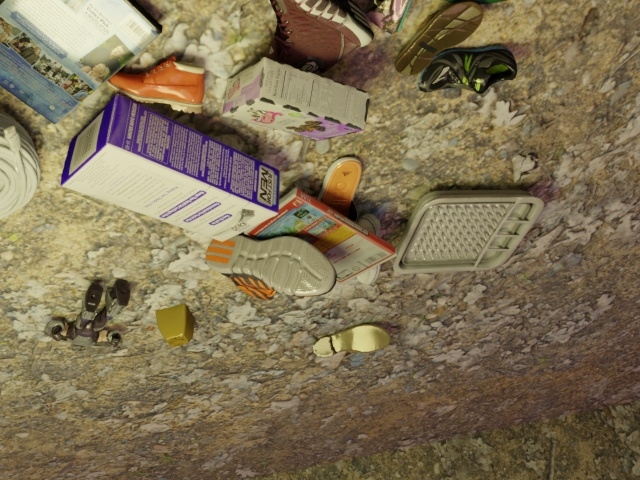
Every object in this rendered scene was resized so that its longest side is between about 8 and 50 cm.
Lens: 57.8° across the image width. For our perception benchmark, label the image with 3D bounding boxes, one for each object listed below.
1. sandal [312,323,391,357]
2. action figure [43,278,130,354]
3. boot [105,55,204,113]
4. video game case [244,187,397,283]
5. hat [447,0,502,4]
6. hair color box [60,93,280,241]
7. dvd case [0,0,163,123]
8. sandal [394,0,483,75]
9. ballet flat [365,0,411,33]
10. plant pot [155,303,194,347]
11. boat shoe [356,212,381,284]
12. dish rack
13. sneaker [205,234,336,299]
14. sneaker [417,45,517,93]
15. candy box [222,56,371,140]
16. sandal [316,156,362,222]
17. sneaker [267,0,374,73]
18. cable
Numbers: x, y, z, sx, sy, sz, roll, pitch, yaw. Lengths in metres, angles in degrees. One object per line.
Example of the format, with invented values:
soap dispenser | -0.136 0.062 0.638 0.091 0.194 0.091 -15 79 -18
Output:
sandal | 0.097 0.309 1.797 0.240 0.088 0.079 -12 174 6
action figure | -0.557 0.203 1.395 0.186 0.099 0.285 8 140 -35
boot | -0.267 -0.266 0.951 0.158 0.059 0.084 7 118 -18
video game case | 0.000 0.000 1.296 0.285 0.025 0.204 29 142 -26
hat | 0.269 -0.487 0.883 0.209 0.183 0.173 -1 178 26
hair color box | -0.260 -0.115 1.055 0.339 0.110 0.185 24 147 -38
dvd case | -0.391 -0.303 0.865 0.253 0.022 0.180 -31 133 20
sandal | 0.197 -0.357 1.006 0.072 0.049 0.180 21 144 -31
ballet flat | 0.132 -0.423 0.882 0.079 0.076 0.221 22 133 -10
plant pot | -0.372 0.226 1.497 0.082 0.083 0.081 -16 142 -2
boat shoe | 0.095 0.034 1.413 0.076 0.083 0.226 -39 141 -32
dish rack | 0.354 -0.030 1.446 0.333 0.072 0.285 -2 141 -17
sneaker | -0.089 0.073 1.317 0.321 0.124 0.180 14 161 27
sneaker | 0.271 -0.307 1.062 0.188 0.078 0.067 -11 142 -3
candy box | -0.044 -0.231 0.980 0.196 0.070 0.165 10 178 -28
sandal | 0.035 -0.066 1.281 0.102 0.076 0.265 -4 141 -15
sneaker | -0.059 -0.336 0.890 0.282 0.106 0.163 23 131 -40
cable | -0.598 -0.116 0.944 0.257 0.089 0.257 -17 157 -15
